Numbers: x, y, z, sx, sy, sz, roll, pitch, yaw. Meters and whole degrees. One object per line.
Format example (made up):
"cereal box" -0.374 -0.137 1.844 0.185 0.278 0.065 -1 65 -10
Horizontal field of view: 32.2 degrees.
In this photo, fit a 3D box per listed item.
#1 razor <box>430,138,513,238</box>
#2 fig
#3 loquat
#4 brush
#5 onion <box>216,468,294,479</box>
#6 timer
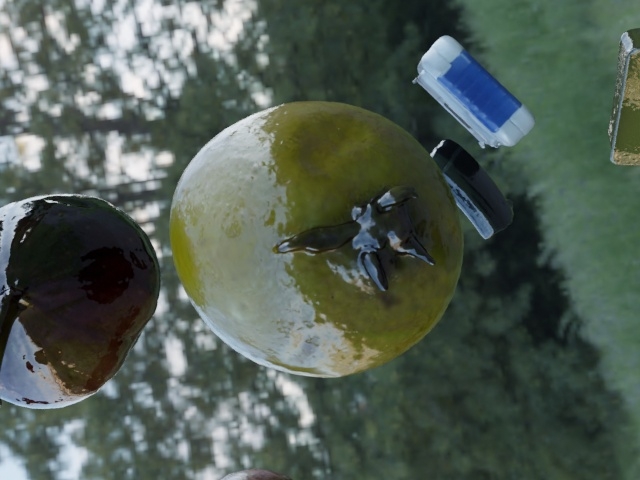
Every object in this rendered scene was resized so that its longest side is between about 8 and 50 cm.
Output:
"razor" 0.207 -0.072 1.544 0.148 0.054 0.090 47 -147 -3
"fig" -0.250 0.043 0.976 0.186 0.204 0.249 48 176 11
"loquat" 0.000 0.000 0.905 0.244 0.244 0.244 -8 -90 -90
"brush" 0.424 -0.178 1.368 0.197 0.123 0.059 83 -174 -48
"onion" -0.080 0.306 1.163 0.159 0.195 0.159 -42 -35 -39
"timer" 0.213 -0.206 1.597 0.178 0.078 0.253 44 -174 -1
